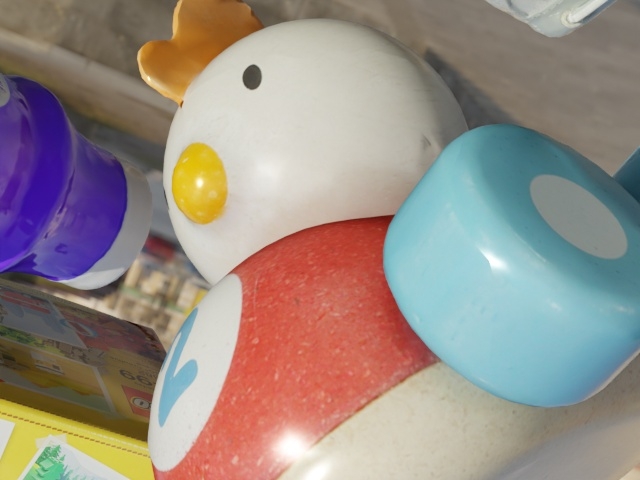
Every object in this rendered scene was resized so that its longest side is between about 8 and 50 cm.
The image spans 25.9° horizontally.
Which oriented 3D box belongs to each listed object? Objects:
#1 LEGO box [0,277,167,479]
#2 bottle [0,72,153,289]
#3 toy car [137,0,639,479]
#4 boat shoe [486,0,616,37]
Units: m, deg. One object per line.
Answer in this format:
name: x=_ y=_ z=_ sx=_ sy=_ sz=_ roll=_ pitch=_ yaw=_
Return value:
LEGO box: x=-0.377 y=0.144 z=1.241 sx=0.500 sy=0.193 sz=0.372 roll=21 pitch=-172 yaw=-23
bottle: x=-0.182 y=-0.048 z=0.548 sx=0.283 sy=0.092 sz=0.118 roll=27 pitch=-161 yaw=-50
toy car: x=0.000 y=0.000 z=0.478 sx=0.210 sy=0.219 sz=0.238 roll=-9 pitch=-127 yaw=-47
boat shoe: x=0.135 y=-0.152 z=0.442 sx=0.081 sy=0.227 sz=0.079 roll=35 pitch=-150 yaw=-30
